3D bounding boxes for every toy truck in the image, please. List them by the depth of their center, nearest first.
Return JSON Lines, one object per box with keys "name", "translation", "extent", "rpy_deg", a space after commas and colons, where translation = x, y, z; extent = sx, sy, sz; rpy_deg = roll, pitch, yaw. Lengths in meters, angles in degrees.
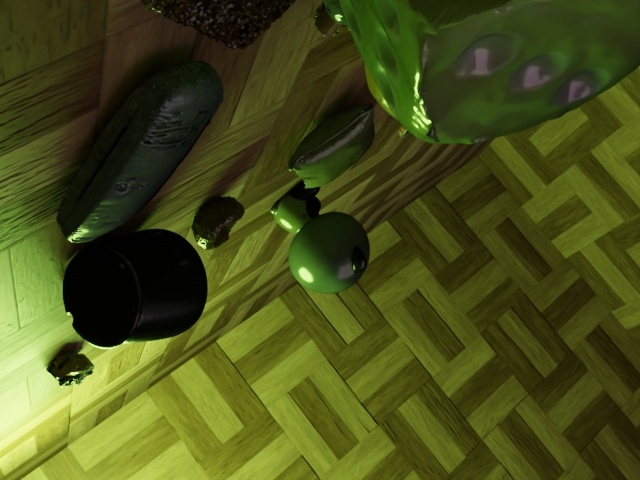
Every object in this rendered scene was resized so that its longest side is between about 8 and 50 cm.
{"name": "toy truck", "translation": [-0.506, 0.260, 1.542], "extent": [0.063, 0.052, 0.123], "rpy_deg": [-44, 171, -2]}

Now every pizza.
{"name": "pizza", "translation": [0.062, -0.298, 0.959], "extent": [0.178, 0.041, 0.131], "rpy_deg": [-35, 173, -23]}

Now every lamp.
{"name": "lamp", "translation": [0.000, 0.000, 1.661], "extent": [0.198, 0.244, 0.198], "rpy_deg": [-33, 170, -6]}

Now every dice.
{"name": "dice", "translation": [0.153, -0.249, 0.673], "extent": [0.250, 0.254, 0.252], "rpy_deg": [-23, 162, -1]}

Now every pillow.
{"name": "pillow", "translation": [0.027, -0.171, 1.419], "extent": [0.185, 0.075, 0.302], "rpy_deg": [-37, 175, 2]}

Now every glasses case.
{"name": "glasses case", "translation": [-0.203, -0.091, 0.833], "extent": [0.282, 0.067, 0.109], "rpy_deg": [-46, 167, 36]}

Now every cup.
{"name": "cup", "translation": [-0.293, 0.076, 1.125], "extent": [0.223, 0.169, 0.176], "rpy_deg": [-7, -175, 30]}

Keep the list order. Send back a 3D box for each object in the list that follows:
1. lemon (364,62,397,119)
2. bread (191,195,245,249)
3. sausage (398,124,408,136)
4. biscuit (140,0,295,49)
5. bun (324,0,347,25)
{"name": "lemon", "translation": [0.153, -0.257, 1.070], "extent": [0.188, 0.188, 0.257], "rpy_deg": [-42, 177, 23]}
{"name": "bread", "translation": [-0.185, -0.030, 1.308], "extent": [0.082, 0.060, 0.113], "rpy_deg": [-32, 168, -44]}
{"name": "sausage", "translation": [0.218, -0.291, 1.781], "extent": [0.025, 0.028, 0.198], "rpy_deg": [-12, 165, -14]}
{"name": "biscuit", "translation": [-0.075, -0.241, 0.707], "extent": [0.131, 0.025, 0.231], "rpy_deg": [-41, 172, 16]}
{"name": "bun", "translation": [0.032, -0.283, 0.857], "extent": [0.083, 0.045, 0.083], "rpy_deg": [-54, 158, -34]}
